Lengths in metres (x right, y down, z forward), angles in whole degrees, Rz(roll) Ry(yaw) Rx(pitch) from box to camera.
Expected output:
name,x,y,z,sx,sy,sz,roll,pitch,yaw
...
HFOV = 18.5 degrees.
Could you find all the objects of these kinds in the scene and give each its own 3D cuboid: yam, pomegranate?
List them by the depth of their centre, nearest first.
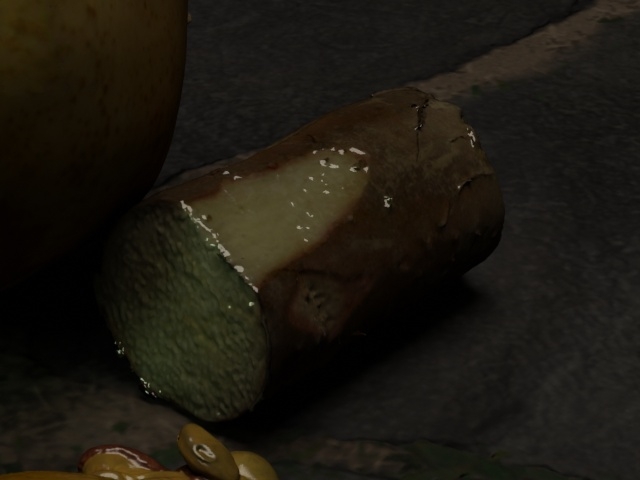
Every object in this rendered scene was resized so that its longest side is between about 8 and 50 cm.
name,x,y,z,sx,sy,sz,roll,pitch,yaw
pomegranate,-0.253,-0.149,1.086,0.416,0.416,0.416,1,30,-1
yam,-0.001,0.001,1.106,0.238,0.129,0.128,-27,5,-40

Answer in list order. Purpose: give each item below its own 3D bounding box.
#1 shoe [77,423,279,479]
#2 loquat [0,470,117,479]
name,x,y,z,sx,sy,sz,roll,pitch,yaw
shoe,-0.063,0.124,0.936,0.109,0.072,0.069,-9,37,-17
loquat,-0.105,0.188,0.701,0.208,0.208,0.208,1,30,-1
